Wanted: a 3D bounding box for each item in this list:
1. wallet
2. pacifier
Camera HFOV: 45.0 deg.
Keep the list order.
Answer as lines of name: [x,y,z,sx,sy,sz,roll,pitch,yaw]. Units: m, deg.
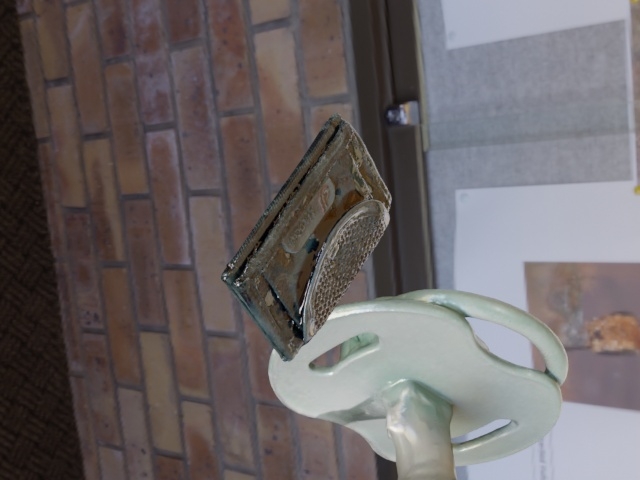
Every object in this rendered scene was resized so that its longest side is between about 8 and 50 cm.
wallet: [0.000,0.000,0.453,0.129,0.026,0.088,-57,139,-26]
pacifier: [0.115,0.196,0.795,0.343,0.288,0.269,30,40,-29]
